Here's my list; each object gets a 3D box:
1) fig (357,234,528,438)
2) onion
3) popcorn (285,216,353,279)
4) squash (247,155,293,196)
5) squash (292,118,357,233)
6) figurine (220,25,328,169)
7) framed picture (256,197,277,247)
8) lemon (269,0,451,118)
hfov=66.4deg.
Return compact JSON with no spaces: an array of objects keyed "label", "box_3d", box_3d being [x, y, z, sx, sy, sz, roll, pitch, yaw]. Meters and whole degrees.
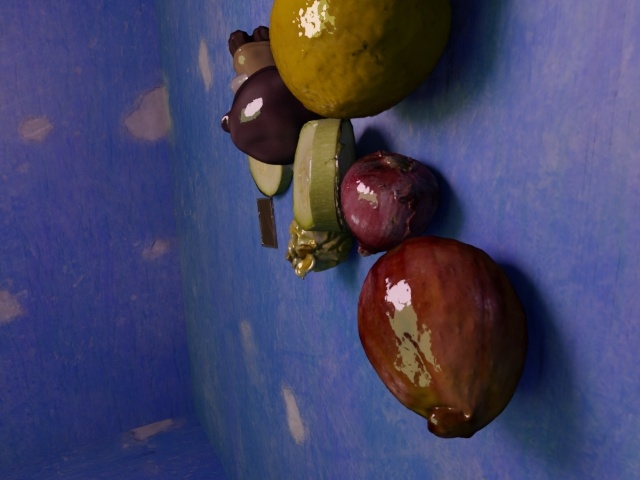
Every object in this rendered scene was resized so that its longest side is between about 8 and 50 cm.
[{"label":"fig","box_3d":[0.163,0.126,0.671,0.263,0.224,0.224,66,149,20]},{"label":"onion","box_3d":[0.102,-0.047,0.795,0.159,0.160,0.194,56,144,40]},{"label":"popcorn","box_3d":[0.000,0.000,1.022,0.162,0.136,0.141,-65,-11,-63]},{"label":"squash","box_3d":[-0.137,-0.240,1.317,0.252,0.049,0.251,32,127,54]},{"label":"squash","box_3d":[0.001,-0.121,0.890,0.220,0.133,0.220,3,-90,-85]},{"label":"figurine","box_3d":[-0.116,-0.312,1.082,0.365,0.218,0.206,-117,30,-43]},{"label":"framed picture","box_3d":[-0.159,-0.053,1.446,0.109,0.011,0.148,7,104,62]},{"label":"lemon","box_3d":[0.047,-0.303,0.710,0.310,0.254,0.253,167,94,-68]}]
